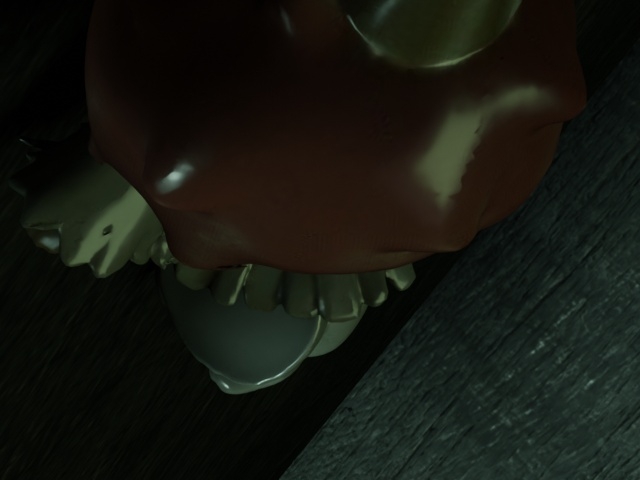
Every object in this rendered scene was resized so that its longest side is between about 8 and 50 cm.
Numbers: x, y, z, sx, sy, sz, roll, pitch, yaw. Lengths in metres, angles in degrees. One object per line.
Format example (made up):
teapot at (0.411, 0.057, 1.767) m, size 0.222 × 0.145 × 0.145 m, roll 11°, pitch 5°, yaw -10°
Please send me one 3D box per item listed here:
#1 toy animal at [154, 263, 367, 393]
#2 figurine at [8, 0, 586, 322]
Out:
toy animal at (-0.003, 0.000, 0.997) m, size 0.131 × 0.104 × 0.221 m, roll -56°, pitch 168°, yaw 32°
figurine at (-0.005, -0.064, 0.583) m, size 0.207 × 0.166 × 0.387 m, roll -10°, pitch 171°, yaw -7°
